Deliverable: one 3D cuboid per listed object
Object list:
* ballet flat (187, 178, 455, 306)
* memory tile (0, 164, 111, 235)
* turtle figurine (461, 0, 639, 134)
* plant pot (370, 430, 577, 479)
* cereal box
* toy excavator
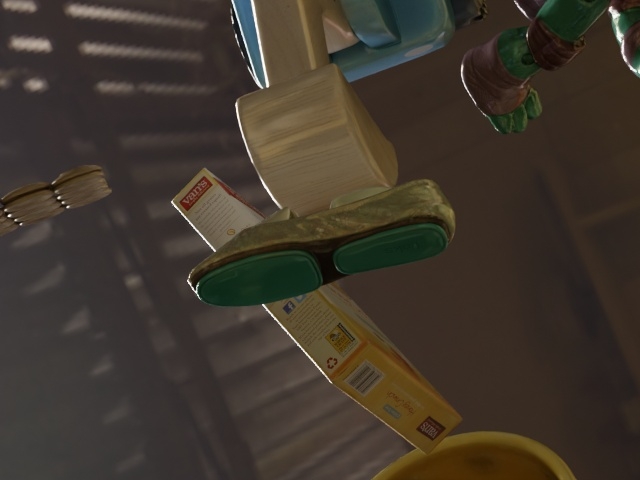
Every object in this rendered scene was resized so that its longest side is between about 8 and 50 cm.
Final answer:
[{"bbox_3d":[0.000,0.000,0.999,0.057,0.168,0.052,77,-178,-50],"label":"ballet flat"},{"bbox_3d":[-0.208,-0.026,1.168,0.148,0.113,0.012,141,108,-83],"label":"memory tile"},{"bbox_3d":[0.177,-0.137,0.818,0.175,0.234,0.118,-36,-82,-36],"label":"turtle figurine"},{"bbox_3d":[0.163,0.350,1.514,0.254,0.254,0.239,-90,-25,-54],"label":"plant pot"},{"bbox_3d":[-0.004,0.054,1.285,0.240,0.047,0.173,47,-176,38],"label":"cereal box"},{"bbox_3d":[-0.011,-0.219,1.340,0.445,0.222,0.432,9,-117,-72],"label":"toy excavator"}]
